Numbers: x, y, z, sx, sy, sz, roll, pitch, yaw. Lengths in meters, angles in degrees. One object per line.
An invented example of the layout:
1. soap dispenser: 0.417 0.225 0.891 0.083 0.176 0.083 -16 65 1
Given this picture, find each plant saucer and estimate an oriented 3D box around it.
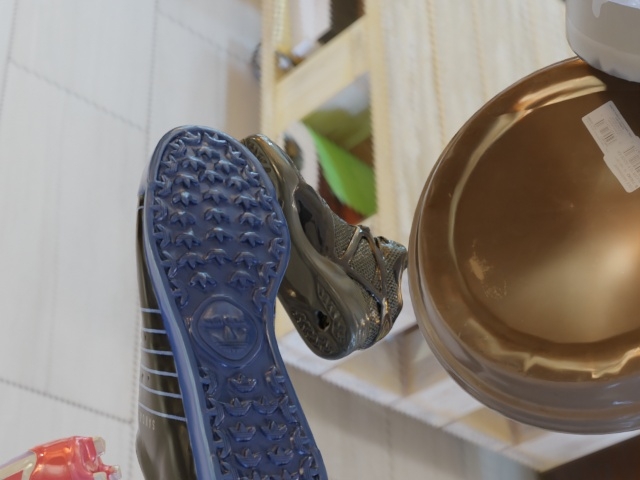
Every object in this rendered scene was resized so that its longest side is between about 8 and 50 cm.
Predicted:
1. plant saucer: 0.177 -0.012 0.785 0.041 0.278 0.277 41 36 -51

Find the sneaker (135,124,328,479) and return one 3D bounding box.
1. sneaker: -0.059 0.056 0.591 0.081 0.090 0.232 8 55 -29

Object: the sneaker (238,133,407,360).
1. sneaker: 0.000 0.000 1.130 0.130 0.087 0.227 -10 62 -53

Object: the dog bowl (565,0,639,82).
1. dog bowl: 0.310 -0.209 0.730 0.349 0.349 0.102 -55 132 -52

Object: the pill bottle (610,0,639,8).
1. pill bottle: 0.138 -0.154 0.480 0.065 0.116 0.065 11 25 -5

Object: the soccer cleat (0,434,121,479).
1. soccer cleat: -0.183 0.252 0.967 0.083 0.095 0.248 -101 176 -52
